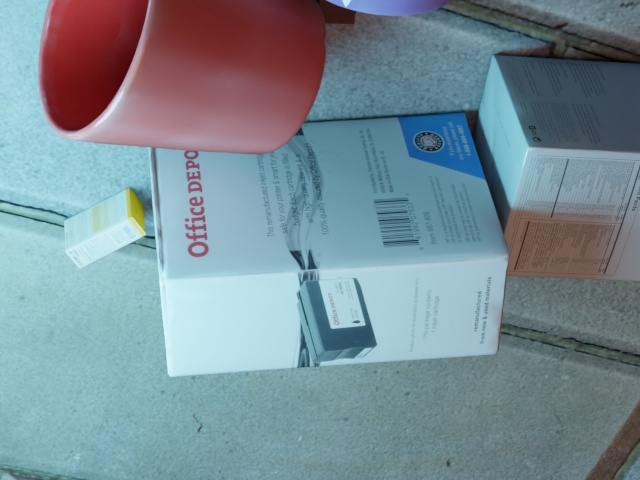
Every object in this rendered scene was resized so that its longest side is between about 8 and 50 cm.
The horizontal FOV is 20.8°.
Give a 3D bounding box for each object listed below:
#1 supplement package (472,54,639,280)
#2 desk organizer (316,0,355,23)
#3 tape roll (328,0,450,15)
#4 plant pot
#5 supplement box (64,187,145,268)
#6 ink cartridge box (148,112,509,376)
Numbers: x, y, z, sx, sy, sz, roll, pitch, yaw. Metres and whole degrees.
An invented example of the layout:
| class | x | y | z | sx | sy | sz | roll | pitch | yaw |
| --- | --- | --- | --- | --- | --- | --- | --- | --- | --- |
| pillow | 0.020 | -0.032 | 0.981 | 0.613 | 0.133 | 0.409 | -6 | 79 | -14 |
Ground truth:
| class | x | y | z | sx | sy | sz | roll | pitch | yaw |
| --- | --- | --- | --- | --- | --- | --- | --- | --- | --- |
| supplement package | 0.333 | -0.086 | 2.113 | 0.263 | 0.199 | 0.198 | 2 | 129 | -11 |
| desk organizer | 0.058 | -0.281 | 2.012 | 0.130 | 0.047 | 0.050 | 1 | 131 | -10 |
| tape roll | 0.066 | -0.325 | 1.885 | 0.189 | 0.189 | 0.080 | 2 | 127 | -10 |
| plant pot | -0.144 | -0.213 | 1.910 | 0.243 | 0.275 | 0.275 | 14 | 126 | -32 |
| supplement box | -0.268 | -0.015 | 2.164 | 0.098 | 0.062 | 0.036 | -26 | 129 | 13 |
| ink cartridge box | 0.000 | 0.000 | 2.075 | 0.395 | 0.285 | 0.166 | -3 | 129 | -6 |
